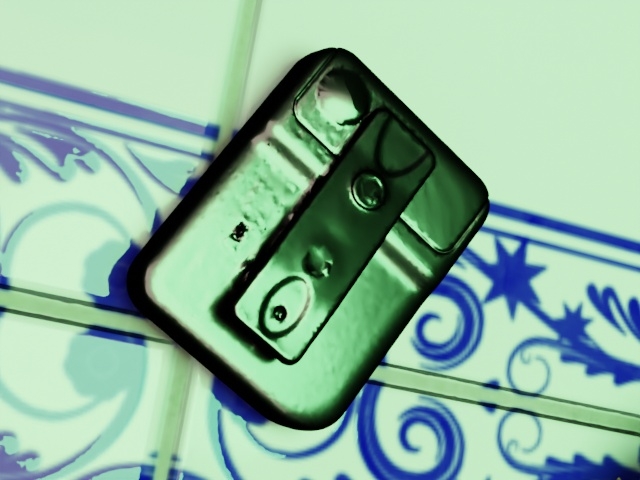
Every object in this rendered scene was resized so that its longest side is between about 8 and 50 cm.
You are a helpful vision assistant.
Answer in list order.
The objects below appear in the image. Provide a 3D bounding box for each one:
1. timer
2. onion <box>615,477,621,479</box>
[{"bbox_3d":[0.000,0.000,0.694,0.144,0.055,0.187,43,71,-16],"label":"timer"},{"bbox_3d":[0.276,0.238,0.702,0.230,0.272,0.256,-30,131,-16],"label":"onion"}]
